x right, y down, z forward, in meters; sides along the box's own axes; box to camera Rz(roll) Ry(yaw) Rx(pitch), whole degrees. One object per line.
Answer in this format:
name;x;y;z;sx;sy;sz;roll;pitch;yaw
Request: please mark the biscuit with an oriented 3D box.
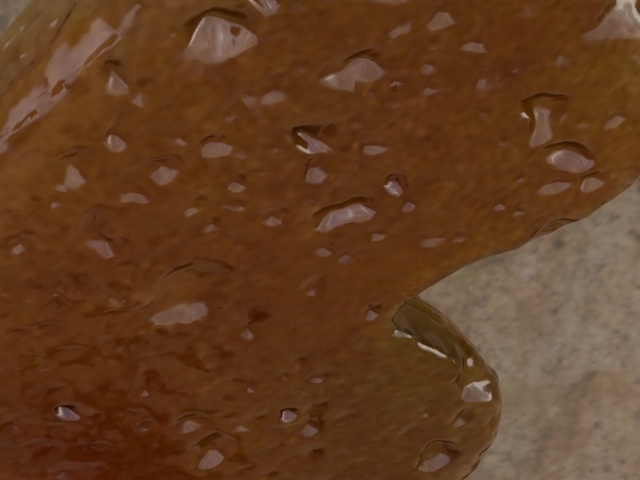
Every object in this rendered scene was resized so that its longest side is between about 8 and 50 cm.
biscuit;-0.001;-0.001;0.462;0.262;0.277;0.052;17;39;-37
